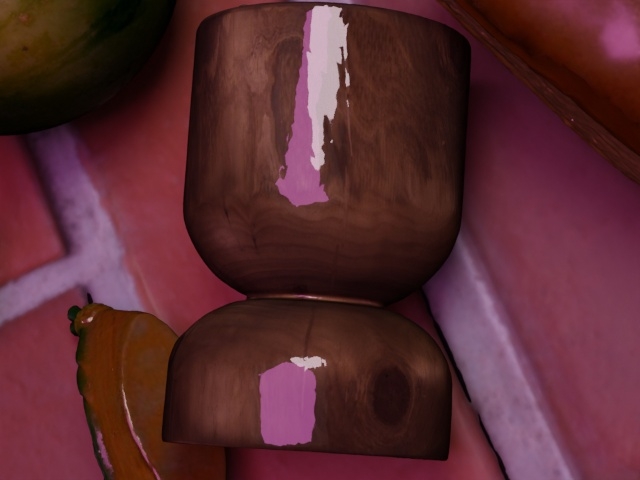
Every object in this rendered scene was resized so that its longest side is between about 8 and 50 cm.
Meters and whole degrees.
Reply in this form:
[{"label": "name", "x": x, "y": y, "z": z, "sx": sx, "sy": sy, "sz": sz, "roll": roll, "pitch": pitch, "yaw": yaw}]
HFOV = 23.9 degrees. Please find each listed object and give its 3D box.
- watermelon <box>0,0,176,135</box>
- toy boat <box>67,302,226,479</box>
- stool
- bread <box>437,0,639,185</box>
[{"label": "watermelon", "x": -0.211, "y": -0.192, "z": 1.006, "sx": 0.242, "sy": 0.242, "sz": 0.242, "roll": -2, "pitch": 81, "yaw": 16}, {"label": "toy boat", "x": -0.117, "y": 0.139, "z": 1.017, "sx": 0.088, "sy": 0.089, "sz": 0.229, "roll": -37, "pitch": 68, "yaw": 47}, {"label": "stool", "x": 0.000, "y": 0.000, "z": 0.946, "sx": 0.179, "sy": 0.179, "sz": 0.264, "roll": 2, "pitch": 83, "yaw": 16}, {"label": "bread", "x": 0.248, "y": -0.190, "z": 0.872, "sx": 0.333, "sy": 0.143, "sz": 0.323, "roll": 41, "pitch": 95, "yaw": -6}]
